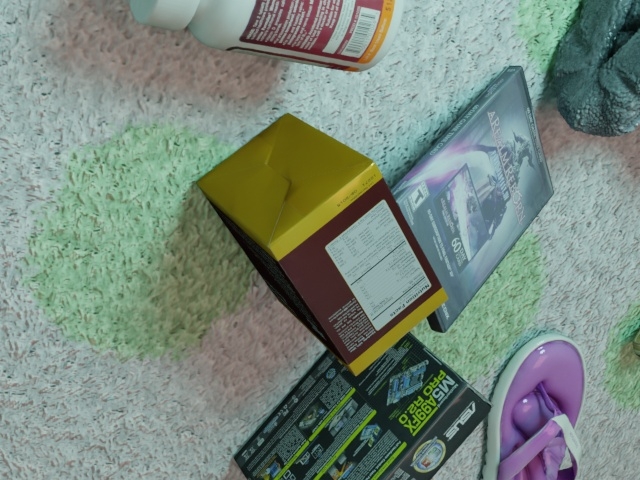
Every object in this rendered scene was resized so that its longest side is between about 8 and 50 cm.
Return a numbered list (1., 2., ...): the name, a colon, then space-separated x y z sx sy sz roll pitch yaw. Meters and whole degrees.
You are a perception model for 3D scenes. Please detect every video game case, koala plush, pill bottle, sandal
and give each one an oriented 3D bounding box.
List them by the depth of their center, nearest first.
1. pill bottle: -0.046 -0.222 0.766 0.221 0.121 0.121 4 110 -30
2. video game case: 0.186 -0.052 1.035 0.274 0.026 0.196 -46 129 -29
3. koala plush: 0.418 -0.195 1.067 0.221 0.196 0.203 19 114 -34
4. sandal: 0.328 0.335 1.305 0.169 0.102 0.416 -4 114 -27

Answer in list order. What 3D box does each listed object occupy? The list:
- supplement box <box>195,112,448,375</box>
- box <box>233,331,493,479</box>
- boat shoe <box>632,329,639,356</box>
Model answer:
1. supplement box: 0.000 0.000 0.915 0.129 0.191 0.194 -38 125 -10
2. box: 0.040 0.228 1.028 0.270 0.216 0.060 -49 126 -1
3. boat shoe: 0.547 0.106 1.349 0.190 0.068 0.072 -35 113 -22
